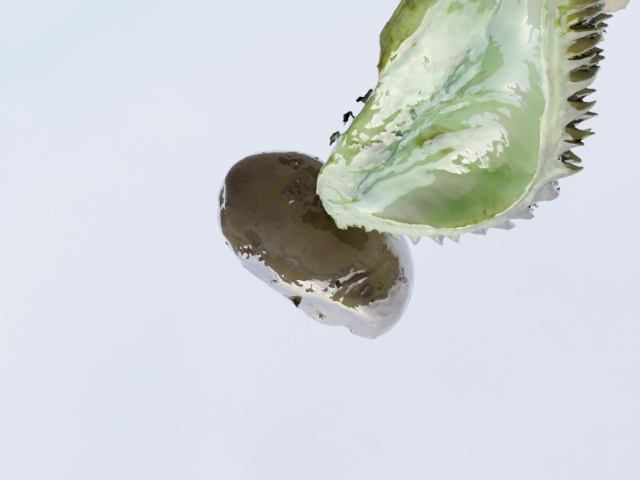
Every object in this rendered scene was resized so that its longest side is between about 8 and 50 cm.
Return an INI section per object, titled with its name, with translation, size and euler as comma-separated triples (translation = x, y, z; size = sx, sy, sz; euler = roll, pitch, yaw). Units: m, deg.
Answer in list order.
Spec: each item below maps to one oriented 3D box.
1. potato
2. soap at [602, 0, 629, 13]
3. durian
[potato]
translation = 0.000, 0.000, 0.924
size = 0.165, 0.262, 0.165
euler = -43, -169, 11
[soap]
translation = 0.191, -0.347, 0.800
size = 0.259, 0.143, 0.281
euler = -8, -127, 9
[durian]
translation = 0.117, -0.136, 0.643
size = 0.198, 0.394, 0.163
euler = 9, -122, -9
